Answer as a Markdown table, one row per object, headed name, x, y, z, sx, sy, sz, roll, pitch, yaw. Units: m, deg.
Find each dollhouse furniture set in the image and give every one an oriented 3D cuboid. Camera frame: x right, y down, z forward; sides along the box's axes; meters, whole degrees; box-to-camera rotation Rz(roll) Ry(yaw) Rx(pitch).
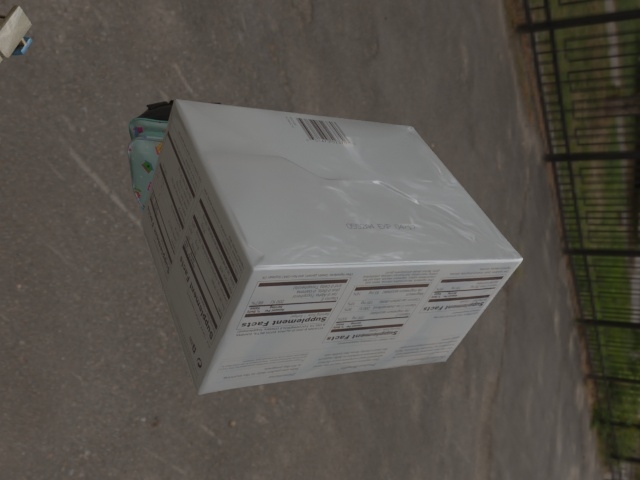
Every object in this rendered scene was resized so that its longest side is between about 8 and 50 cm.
| name | x | y | z | sx | sy | sz | roll | pitch | yaw |
| --- | --- | --- | --- | --- | --- | --- | --- | --- | --- |
| dollhouse furniture set | -0.534 | -0.275 | 1.007 | 0.129 | 0.183 | 0.129 | 72 | 33 | -59 |

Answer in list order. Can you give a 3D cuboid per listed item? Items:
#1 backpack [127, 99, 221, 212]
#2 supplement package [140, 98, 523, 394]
| name | x | y | z | sx | sy | sz | roll | pitch | yaw |
| --- | --- | --- | --- | --- | --- | --- | --- | --- | --- |
| backpack | -0.203 | -0.101 | 1.004 | 0.144 | 0.165 | 0.188 | -77 | 170 | -54 |
| supplement package | 0.000 | 0.000 | 0.592 | 0.261 | 0.204 | 0.145 | 0 | 133 | -33 |
